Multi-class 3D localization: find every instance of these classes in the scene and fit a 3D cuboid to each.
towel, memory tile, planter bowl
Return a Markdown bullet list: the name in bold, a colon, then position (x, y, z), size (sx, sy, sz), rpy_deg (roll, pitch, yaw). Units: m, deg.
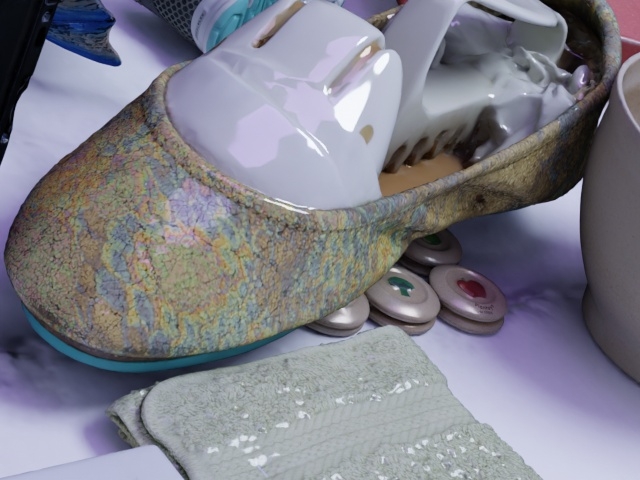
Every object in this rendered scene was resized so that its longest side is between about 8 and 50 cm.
- **towel**: position (0.008, 0.078, 0.687), size (0.148, 0.027, 0.110), rpy_deg (-10, 46, -45)
- **memory tile**: position (0.000, 0.000, 0.817), size (0.148, 0.012, 0.113), rpy_deg (0, 38, -36)
- **planter bowl**: position (0.178, 0.007, 0.839), size (0.162, 0.109, 0.162), rpy_deg (18, 30, -11)

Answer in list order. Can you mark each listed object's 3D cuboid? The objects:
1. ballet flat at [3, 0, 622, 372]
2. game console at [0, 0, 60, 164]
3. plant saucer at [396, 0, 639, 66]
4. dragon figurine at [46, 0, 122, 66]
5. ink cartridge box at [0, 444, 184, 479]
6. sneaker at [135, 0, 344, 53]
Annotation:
- **ballet flat**: position (0.015, -0.049, 0.778), size (0.123, 0.123, 0.348), rpy_deg (39, 33, 23)
- **game console**: position (-0.142, -0.055, 0.687), size (0.071, 0.122, 0.107), rpy_deg (-6, 42, -43)
- **plant saucer**: position (0.131, -0.163, 1.134), size (0.258, 0.048, 0.259), rpy_deg (13, 32, -20)
- **dragon figurine**: position (-0.105, -0.133, 0.822), size (0.289, 0.085, 0.144), rpy_deg (34, 74, 20)
- **ink cartridge box**: position (-0.103, 0.125, 0.495), size (0.209, 0.062, 0.109), rpy_deg (-8, 43, -43)
- **sneaker**: position (-0.034, -0.138, 0.962), size (0.076, 0.065, 0.166), rpy_deg (30, 29, 16)
